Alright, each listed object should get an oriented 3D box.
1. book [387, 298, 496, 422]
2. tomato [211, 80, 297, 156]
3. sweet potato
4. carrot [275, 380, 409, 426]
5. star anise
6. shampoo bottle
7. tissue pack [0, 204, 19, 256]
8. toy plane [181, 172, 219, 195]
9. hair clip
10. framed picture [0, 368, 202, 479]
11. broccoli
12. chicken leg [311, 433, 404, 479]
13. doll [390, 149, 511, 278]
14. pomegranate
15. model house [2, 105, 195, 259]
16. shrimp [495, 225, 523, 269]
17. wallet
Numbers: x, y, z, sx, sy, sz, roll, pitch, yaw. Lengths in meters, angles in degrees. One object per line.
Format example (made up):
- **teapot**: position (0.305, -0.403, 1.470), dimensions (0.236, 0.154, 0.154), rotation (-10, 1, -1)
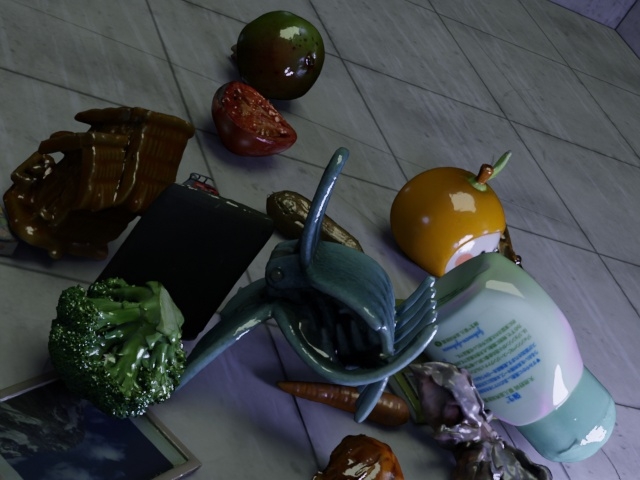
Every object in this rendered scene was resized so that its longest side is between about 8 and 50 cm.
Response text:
- **book**: position (0.212, 0.194, 2.115), dimensions (0.352, 0.035, 0.239), rotation (6, 41, -44)
- **tomato**: position (-0.137, -0.201, 2.314), dimensions (0.166, 0.082, 0.174), rotation (47, 26, 16)
- **sweet potato**: position (0.004, -0.002, 2.179), dimensions (0.233, 0.062, 0.081), rotation (40, 43, 4)
- **carrot**: position (0.032, 0.224, 1.870), dimensions (0.216, 0.048, 0.048), rotation (17, 32, -22)
- **star anise**: position (0.233, 0.298, 1.891), dimensions (0.198, 0.110, 0.258), rotation (22, 35, -46)
- **shampoo bottle**: position (0.309, 0.192, 1.997), dimensions (0.349, 0.222, 0.151), rotation (47, 36, -11)
- **tissue pack**: position (-0.443, -0.019, 1.745), dimensions (0.063, 0.035, 0.083), rotation (5, 39, -45)
- **toy plane**: position (-0.210, -0.077, 2.090), dimensions (0.145, 0.037, 0.060), rotation (16, 42, -38)
- **hair clip**: position (0.013, 0.083, 1.784), dimensions (0.238, 0.392, 0.318), rotation (36, 11, -3)
- **framed picture**: position (-0.287, 0.237, 1.524), dimensions (0.209, 0.019, 0.281), rotation (42, 27, 15)
- **broccoli**: position (-0.240, 0.127, 1.581), dimensions (0.195, 0.156, 0.195), rotation (61, 12, -22)
- **chicken leg**: position (0.020, 0.336, 1.637), dimensions (0.113, 0.093, 0.304), rotation (49, 33, 4)
- **doll**: position (0.241, -0.058, 2.327), dimensions (0.213, 0.236, 0.213), rotation (26, 26, -14)
- **pomegranate**: position (-0.095, -0.362, 2.547), dimensions (0.180, 0.180, 0.209), rotation (2, 12, -46)
- **model house**: position (-0.304, -0.105, 1.812), dimensions (0.199, 0.229, 0.220), rotation (25, 25, -53)
- **shrimp**: position (0.301, -0.024, 2.526), dimensions (0.152, 0.063, 0.287), rotation (16, 29, -26)
- **wallet**: position (-0.182, 0.026, 1.727), dimensions (0.168, 0.245, 0.052), rotation (22, 36, -25)
